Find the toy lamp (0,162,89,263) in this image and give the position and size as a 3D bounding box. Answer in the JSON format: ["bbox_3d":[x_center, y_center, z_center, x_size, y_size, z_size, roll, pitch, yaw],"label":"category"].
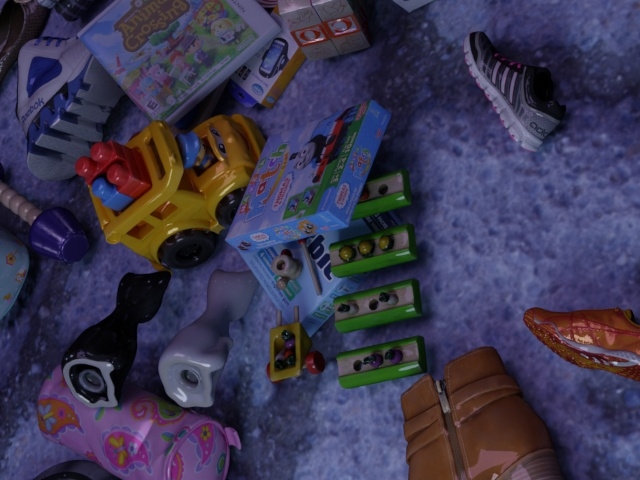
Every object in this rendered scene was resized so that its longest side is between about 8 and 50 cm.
[{"bbox_3d":[-0.427,-0.042,2.136,0.275,0.080,0.080,34,95,43],"label":"toy lamp"}]

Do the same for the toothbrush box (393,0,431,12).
[{"bbox_3d":[0.065,-0.434,1.759,0.122,0.283,0.206,-23,62,31],"label":"toothbrush box"}]

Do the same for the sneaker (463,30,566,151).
[{"bbox_3d":[0.227,-0.184,1.689,0.075,0.063,0.170,-39,59,21],"label":"sneaker"}]

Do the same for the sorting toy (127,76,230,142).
[{"bbox_3d":[-0.184,-0.221,2.013,0.132,0.046,0.274,29,92,53],"label":"sorting toy"}]

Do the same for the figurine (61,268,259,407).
[{"bbox_3d":[-0.189,0.106,1.838,0.215,0.092,0.209,-2,38,20],"label":"figurine"}]

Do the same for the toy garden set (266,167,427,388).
[{"bbox_3d":[0.015,0.051,1.723,0.204,0.049,0.244,-15,70,29],"label":"toy garden set"}]

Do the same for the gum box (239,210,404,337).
[{"bbox_3d":[0.000,0.000,1.809,0.184,0.041,0.157,-48,53,15],"label":"gum box"}]

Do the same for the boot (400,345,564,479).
[{"bbox_3d":[0.117,0.259,1.577,0.283,0.109,0.220,-35,57,20],"label":"boot"}]

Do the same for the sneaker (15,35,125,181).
[{"bbox_3d":[-0.349,-0.258,2.118,0.315,0.127,0.182,-48,54,16],"label":"sneaker"}]

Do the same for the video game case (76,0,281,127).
[{"bbox_3d":[-0.191,-0.279,1.963,0.212,0.023,0.193,-41,70,-1],"label":"video game case"}]

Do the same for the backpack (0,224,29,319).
[{"bbox_3d":[-0.521,0.037,2.136,0.188,0.144,0.166,30,88,38],"label":"backpack"}]

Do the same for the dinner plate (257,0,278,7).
[{"bbox_3d":[-0.049,-0.381,2.002,0.141,0.017,0.141,-14,66,33],"label":"dinner plate"}]

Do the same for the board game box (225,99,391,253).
[{"bbox_3d":[-0.017,-0.074,1.766,0.211,0.039,0.160,-16,46,52],"label":"board game box"}]

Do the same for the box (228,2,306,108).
[{"bbox_3d":[-0.066,-0.239,1.958,0.081,0.028,0.136,43,104,39],"label":"box"}]

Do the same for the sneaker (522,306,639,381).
[{"bbox_3d":[0.295,0.099,1.544,0.175,0.064,0.067,17,65,35],"label":"sneaker"}]

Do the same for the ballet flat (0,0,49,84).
[{"bbox_3d":[-0.503,-0.309,2.301,0.084,0.058,0.250,38,98,39],"label":"ballet flat"}]

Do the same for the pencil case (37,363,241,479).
[{"bbox_3d":[-0.234,0.242,1.857,0.284,0.124,0.124,16,84,40],"label":"pencil case"}]

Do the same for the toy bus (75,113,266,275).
[{"bbox_3d":[-0.199,-0.084,1.885,0.220,0.211,0.149,-37,53,20],"label":"toy bus"}]

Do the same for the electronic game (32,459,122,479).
[{"bbox_3d":[-0.334,0.399,1.917,0.229,0.048,0.229,-14,61,26],"label":"electronic game"}]

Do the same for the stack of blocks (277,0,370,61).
[{"bbox_3d":[-0.014,-0.401,1.868,0.087,0.171,0.297,-13,65,14],"label":"stack of blocks"}]

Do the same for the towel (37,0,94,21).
[{"bbox_3d":[-0.377,-0.503,2.239,0.235,0.121,0.283,-45,54,18],"label":"towel"}]
